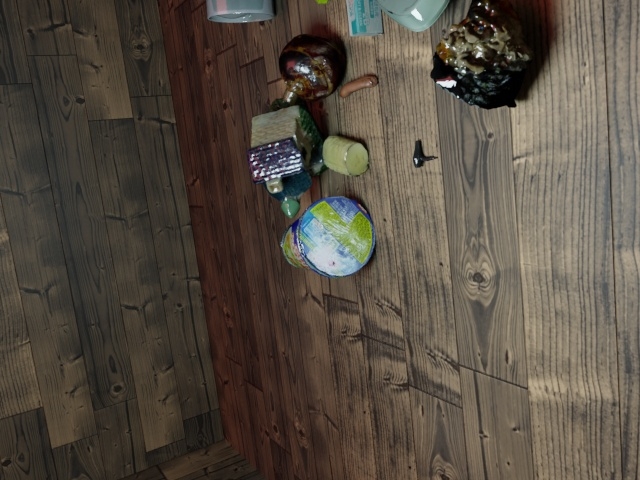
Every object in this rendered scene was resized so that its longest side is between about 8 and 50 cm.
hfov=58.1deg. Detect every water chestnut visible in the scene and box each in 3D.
[{"bbox_3d":[-0.021,-0.583,1.929,0.223,0.238,0.224,16,141,14],"label":"water chestnut"}]

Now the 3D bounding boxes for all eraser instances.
[{"bbox_3d":[0.127,-0.724,1.707,0.052,0.095,0.225,13,112,61],"label":"eraser"}]

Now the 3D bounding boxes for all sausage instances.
[{"bbox_3d":[0.118,-0.498,1.858,0.186,0.043,0.043,1,101,58],"label":"sausage"}]

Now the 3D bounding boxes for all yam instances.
[{"bbox_3d":[-0.070,-0.601,2.049,0.061,0.061,0.253,46,119,43],"label":"yam"}]

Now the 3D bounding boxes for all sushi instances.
[{"bbox_3d":[0.375,-0.426,1.284,0.239,0.224,0.219,-109,33,-46],"label":"sushi"}]

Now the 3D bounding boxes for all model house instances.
[{"bbox_3d":[-0.113,-0.251,1.978,0.298,0.243,0.284,62,-154,-47],"label":"model house"}]

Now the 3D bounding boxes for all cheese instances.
[{"bbox_3d":[0.083,-0.286,1.943,0.167,0.093,0.123,31,136,57],"label":"cheese"}]

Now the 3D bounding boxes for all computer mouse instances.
[{"bbox_3d":[0.249,-0.647,1.521,0.160,0.096,0.288,-54,34,21],"label":"computer mouse"}]

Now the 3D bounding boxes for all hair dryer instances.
[{"bbox_3d":[0.303,-0.249,1.658,0.083,0.031,0.079,6,97,44],"label":"hair dryer"}]

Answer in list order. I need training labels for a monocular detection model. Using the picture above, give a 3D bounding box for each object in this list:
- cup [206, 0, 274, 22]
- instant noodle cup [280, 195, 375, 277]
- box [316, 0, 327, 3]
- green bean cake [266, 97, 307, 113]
[{"bbox_3d":[-0.311,-1.002,2.239,0.357,0.259,0.275,-95,3,-75],"label":"cup"},{"bbox_3d":[0.000,0.000,2.040,0.312,0.284,0.285,166,91,-68],"label":"instant noodle cup"},{"bbox_3d":[0.024,-0.961,1.847,0.187,0.047,0.335,62,147,23],"label":"box"},{"bbox_3d":[-0.131,-0.403,2.228,0.255,0.132,0.241,-35,74,57],"label":"green bean cake"}]
